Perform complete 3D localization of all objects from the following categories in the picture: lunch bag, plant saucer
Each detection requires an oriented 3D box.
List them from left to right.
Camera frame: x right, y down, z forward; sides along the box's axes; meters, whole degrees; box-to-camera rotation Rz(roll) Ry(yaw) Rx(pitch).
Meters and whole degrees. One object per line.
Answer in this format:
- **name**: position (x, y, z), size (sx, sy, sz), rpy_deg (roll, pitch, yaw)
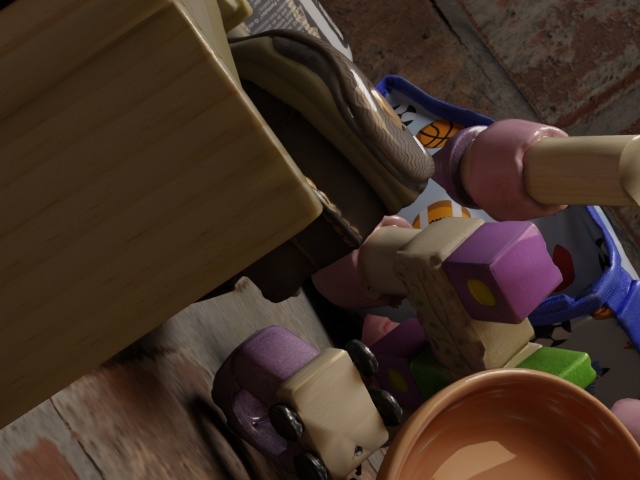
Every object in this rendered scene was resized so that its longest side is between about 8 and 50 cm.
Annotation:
- **plant saucer**: position (0.100, 0.166, 0.854), size (0.200, 0.200, 0.037), rpy_deg (54, -35, -10)
- **lunch bag**: position (0.182, 0.066, 1.551), size (0.385, 0.239, 0.328), rpy_deg (27, -16, 46)

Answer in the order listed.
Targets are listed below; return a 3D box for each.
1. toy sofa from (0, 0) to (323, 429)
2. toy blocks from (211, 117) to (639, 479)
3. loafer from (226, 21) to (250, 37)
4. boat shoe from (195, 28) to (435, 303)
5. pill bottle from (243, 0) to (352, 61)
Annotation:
- **toy sofa**: position (-0.123, -0.091, 0.684), size (0.177, 0.150, 0.362), rpy_deg (55, 6, -20)
- **toy blocks**: position (0.067, 0.107, 1.034), size (0.260, 0.309, 0.288), rpy_deg (5, -55, 54)
- **loafer**: position (-0.158, -0.194, 1.314), size (0.268, 0.092, 0.102), rpy_deg (37, -12, 51)
- **boat shoe**: position (-0.075, -0.042, 0.928), size (0.132, 0.130, 0.355), rpy_deg (47, -13, -18)
- **pill bottle**: position (-0.068, -0.191, 1.642), size (0.278, 0.162, 0.162), rpy_deg (53, 6, -24)
